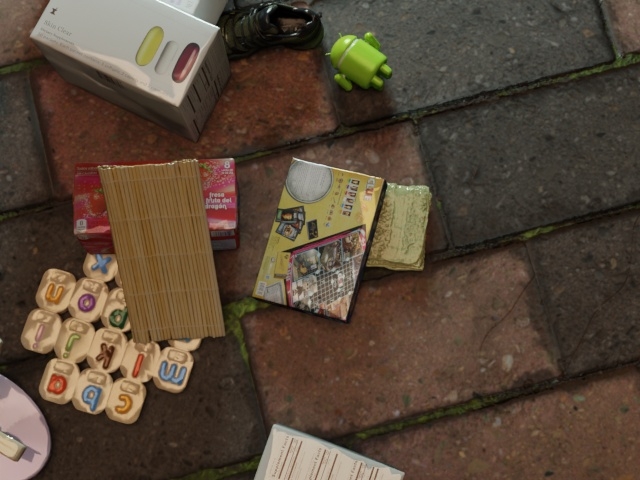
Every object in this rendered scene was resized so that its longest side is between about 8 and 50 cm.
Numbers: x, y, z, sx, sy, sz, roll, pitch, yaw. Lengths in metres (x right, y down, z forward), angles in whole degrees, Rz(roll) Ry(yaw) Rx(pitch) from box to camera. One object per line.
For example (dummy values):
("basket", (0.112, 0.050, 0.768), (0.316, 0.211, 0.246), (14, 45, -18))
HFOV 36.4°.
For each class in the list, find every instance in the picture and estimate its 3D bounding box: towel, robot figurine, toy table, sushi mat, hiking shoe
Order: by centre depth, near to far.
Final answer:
("toy table", (-0.551, 0.270, 1.492), (0.274, 0.161, 0.252), (18, 73, -2))
("sushi mat", (-0.241, 0.024, 1.504), (0.151, 0.019, 0.317), (-6, 117, -1))
("towel", (0.126, -0.024, 1.626), (0.110, 0.027, 0.148), (7, 81, 2))
("hiking shoe", (-0.108, -0.365, 1.639), (0.226, 0.114, 0.086), (-7, 80, -2))
("robot figurine", (0.066, -0.303, 1.653), (0.115, 0.067, 0.101), (35, 90, 6))

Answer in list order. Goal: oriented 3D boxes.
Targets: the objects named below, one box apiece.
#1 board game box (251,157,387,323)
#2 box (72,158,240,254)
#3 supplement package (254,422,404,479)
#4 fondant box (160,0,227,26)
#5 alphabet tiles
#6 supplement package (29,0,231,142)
("board game box", (0.000, 0.000, 1.599), (0.165, 0.042, 0.243), (14, 81, 13))
("box", (-0.260, -0.053, 1.570), (0.256, 0.128, 0.123), (-2, 74, -2))
("supplement package", (0.002, 0.381, 1.471), (0.203, 0.194, 0.149), (19, 80, 4))
("fondant box", (-0.290, -0.508, 1.641), (0.330, 0.096, 0.238), (22, 81, 17))
("alphabet tiles", (-0.337, 0.147, 1.597), (0.284, 0.021, 0.278), (16, 78, 2))
("supplement package", (-0.298, -0.301, 1.582), (0.261, 0.204, 0.145), (25, 81, 4))
